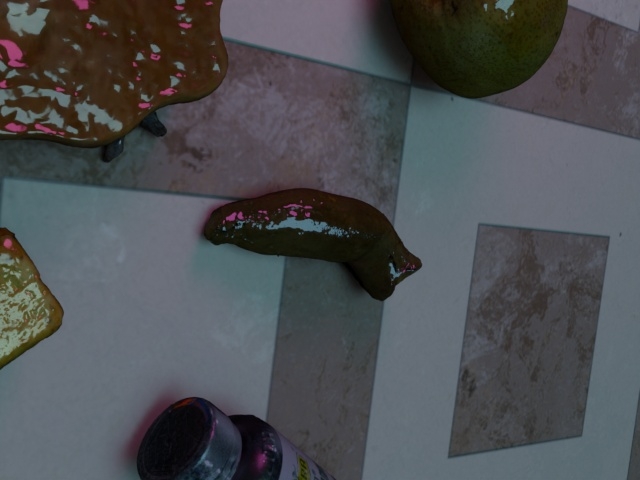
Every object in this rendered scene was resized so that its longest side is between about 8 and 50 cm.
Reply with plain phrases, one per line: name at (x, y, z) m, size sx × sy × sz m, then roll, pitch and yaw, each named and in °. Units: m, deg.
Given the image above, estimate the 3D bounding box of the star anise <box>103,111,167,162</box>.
star anise at (-0.185, -0.145, 0.837) m, size 0.141 × 0.042 × 0.141 m, roll -9°, pitch 104°, yaw -40°

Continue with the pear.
pear at (0.180, -0.285, 1.024) m, size 0.211 × 0.188 × 0.228 m, roll 8°, pitch 94°, yaw -43°

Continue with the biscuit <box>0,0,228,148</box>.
biscuit at (-0.241, -0.260, 0.739) m, size 0.385 × 0.062 × 0.365 m, roll -1°, pitch 88°, yaw -36°

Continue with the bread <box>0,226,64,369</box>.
bread at (-0.323, 0.084, 0.730) m, size 0.211 × 0.083 × 0.114 m, roll -37°, pitch 114°, yaw -30°

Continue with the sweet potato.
sweet potato at (0.004, 0.001, 0.991) m, size 0.286 × 0.085 × 0.112 m, roll 12°, pitch 94°, yaw -40°

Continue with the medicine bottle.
medicine bottle at (-0.064, 0.282, 0.943) m, size 0.293 × 0.141 × 0.141 m, roll 47°, pitch 67°, yaw -34°
